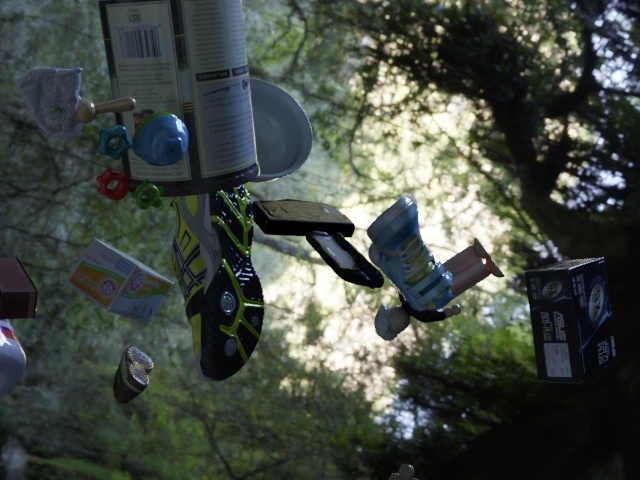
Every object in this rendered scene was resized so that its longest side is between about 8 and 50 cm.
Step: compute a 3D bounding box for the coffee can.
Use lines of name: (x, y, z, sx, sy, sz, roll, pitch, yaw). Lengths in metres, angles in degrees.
coffee can: (-0.198, -0.220, 1.102, 0.201, 0.201, 0.275, -112, -162, -71)

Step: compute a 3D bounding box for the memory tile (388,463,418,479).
memory tile: (0.185, 0.582, 1.703, 0.113, 0.012, 0.148, -44, -136, 21)

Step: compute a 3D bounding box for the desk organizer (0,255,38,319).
desk organizer: (-0.458, 0.069, 1.134, 0.130, 0.050, 0.047, 34, -63, 51)

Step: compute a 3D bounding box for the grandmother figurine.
grandmother figurine: (0.274, 0.130, 1.911, 0.342, 0.208, 0.104, -37, -164, 10)

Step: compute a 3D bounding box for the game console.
game console: (0.000, 0.000, 1.597, 0.361, 0.213, 0.044, 47, -52, 52)

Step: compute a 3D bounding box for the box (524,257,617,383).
box: (0.408, 0.126, 1.248, 0.077, 0.147, 0.180, -7, -89, 41)

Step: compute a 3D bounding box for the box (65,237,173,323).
box: (-0.396, 0.085, 1.535, 0.103, 0.114, 0.203, -58, 165, -6)

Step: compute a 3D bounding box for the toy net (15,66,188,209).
toy net: (-0.257, -0.123, 0.890, 0.122, 0.232, 0.045, -54, -134, 8)

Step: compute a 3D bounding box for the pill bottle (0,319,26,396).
pill bottle: (-0.638, 0.121, 1.298, 0.323, 0.181, 0.181, 54, -44, 25)

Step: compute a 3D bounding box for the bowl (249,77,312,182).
bowl: (-0.180, -0.261, 1.997, 0.134, 0.298, 0.298, 133, -27, -55)

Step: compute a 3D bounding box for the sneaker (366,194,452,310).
sneaker: (0.202, 0.038, 1.596, 0.127, 0.208, 0.319, -39, 164, -6)

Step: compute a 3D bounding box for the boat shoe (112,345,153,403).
boat shoe: (-0.518, 0.363, 2.072, 0.095, 0.095, 0.257, -50, -169, 2)

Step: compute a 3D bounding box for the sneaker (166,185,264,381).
sneaker: (-0.203, 0.072, 1.435, 0.147, 0.145, 0.385, -14, -112, 33)
